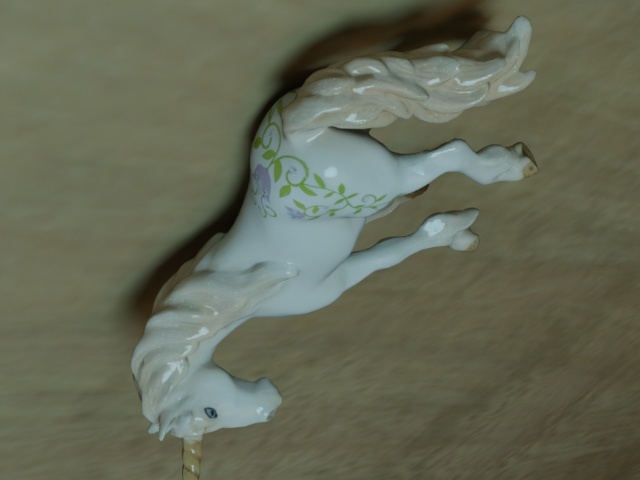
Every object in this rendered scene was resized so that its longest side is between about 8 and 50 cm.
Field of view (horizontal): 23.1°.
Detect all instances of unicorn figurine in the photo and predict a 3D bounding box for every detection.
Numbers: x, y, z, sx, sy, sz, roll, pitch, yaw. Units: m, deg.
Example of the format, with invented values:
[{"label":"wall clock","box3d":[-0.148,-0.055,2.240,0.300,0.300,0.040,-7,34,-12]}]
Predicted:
[{"label":"unicorn figurine","box3d":[0.000,0.000,0.447,0.111,0.060,0.162,-20,139,-27]}]
